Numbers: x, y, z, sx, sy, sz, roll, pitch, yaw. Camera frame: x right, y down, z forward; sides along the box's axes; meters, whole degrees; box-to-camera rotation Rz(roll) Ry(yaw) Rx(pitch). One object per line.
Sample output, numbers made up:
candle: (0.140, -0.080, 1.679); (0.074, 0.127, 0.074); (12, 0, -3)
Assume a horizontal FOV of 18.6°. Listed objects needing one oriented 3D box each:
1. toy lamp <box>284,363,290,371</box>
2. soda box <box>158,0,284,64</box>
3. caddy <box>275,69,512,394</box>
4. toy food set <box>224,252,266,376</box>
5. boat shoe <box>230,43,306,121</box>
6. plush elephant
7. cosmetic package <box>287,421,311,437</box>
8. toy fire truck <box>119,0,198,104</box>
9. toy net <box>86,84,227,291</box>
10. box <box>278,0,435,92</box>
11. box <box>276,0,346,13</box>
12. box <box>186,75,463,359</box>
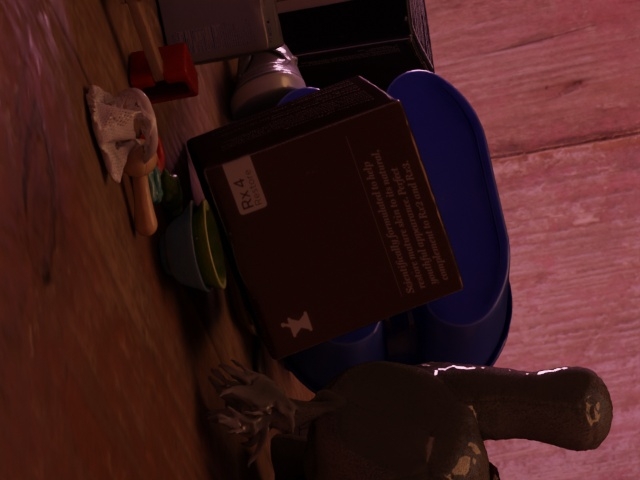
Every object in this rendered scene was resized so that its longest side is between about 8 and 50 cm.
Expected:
toy lamp: (0.000, 0.000, 2.035); (0.080, 0.080, 0.274); (59, 32, -70)
soda box: (-0.106, -0.298, 1.700); (0.098, 0.091, 0.286); (-45, 124, -79)
caddy: (0.058, 0.000, 1.908); (0.179, 0.241, 0.341); (87, -6, -66)
toy food set: (-0.060, 0.030, 1.811); (0.132, 0.038, 0.192); (-93, 170, -45)
boat shoe: (-0.059, -0.166, 1.986); (0.227, 0.079, 0.081); (37, 36, -88)
plush elephant: (0.047, 0.239, 1.626); (0.255, 0.330, 0.272); (104, 2, -45)
cosmetic package: (0.054, 0.308, 1.876); (0.296, 0.153, 0.129); (-90, 167, -47)
toy fire truck: (-0.141, -0.210, 1.497); (0.192, 0.047, 0.135); (69, 15, -54)
toy net: (-0.120, -0.057, 1.456); (0.232, 0.045, 0.122); (68, 14, -56)
box: (0.024, -0.342, 2.391); (0.294, 0.183, 0.296); (34, 48, -78)
box: (-0.017, -0.310, 1.842); (0.127, 0.232, 0.148); (-86, 165, -58)
box: (-0.001, -0.024, 1.621); (0.203, 0.167, 0.168); (-129, -160, -77)
